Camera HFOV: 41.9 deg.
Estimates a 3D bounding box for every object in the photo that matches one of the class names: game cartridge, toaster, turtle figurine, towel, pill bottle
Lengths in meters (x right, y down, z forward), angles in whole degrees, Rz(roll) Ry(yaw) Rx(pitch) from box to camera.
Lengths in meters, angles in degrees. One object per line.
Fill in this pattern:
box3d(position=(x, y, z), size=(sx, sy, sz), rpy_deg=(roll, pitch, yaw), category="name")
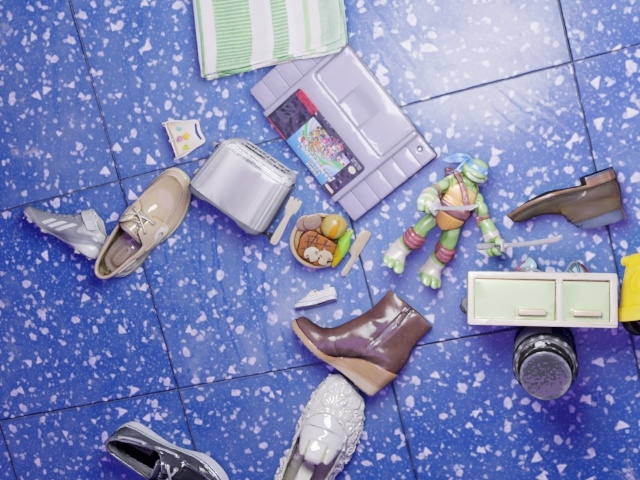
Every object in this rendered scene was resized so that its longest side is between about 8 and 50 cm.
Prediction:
box3d(position=(0.042, -0.240, 1.717), size=(0.230, 0.068, 0.355), rpy_deg=(-39, 89, 13), category="game cartridge")
box3d(position=(-0.152, -0.114, 1.752), size=(0.227, 0.129, 0.146), rpy_deg=(35, 104, 5), category="toaster")
box3d(position=(0.254, -0.012, 1.614), size=(0.274, 0.198, 0.266), rpy_deg=(54, 125, 31), category="turtle figurine")
box3d(position=(-0.111, -0.473, 1.697), size=(0.325, 0.038, 0.247), rpy_deg=(-9, 87, 21), category="towel")
box3d(position=(0.433, 0.228, 1.614), size=(0.123, 0.219, 0.122), rpy_deg=(2, 100, 14), category="pill bottle")

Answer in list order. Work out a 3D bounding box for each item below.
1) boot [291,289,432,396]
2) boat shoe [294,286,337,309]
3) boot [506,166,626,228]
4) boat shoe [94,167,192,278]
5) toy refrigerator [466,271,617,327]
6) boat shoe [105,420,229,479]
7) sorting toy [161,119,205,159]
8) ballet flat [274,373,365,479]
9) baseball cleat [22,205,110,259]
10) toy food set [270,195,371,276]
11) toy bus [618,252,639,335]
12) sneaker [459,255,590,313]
box3d(position=(0.086, 0.185, 1.782), size=(0.248, 0.090, 0.207), rpy_deg=(37, 94, 7), category="boot")
box3d(position=(-0.012, 0.123, 1.810), size=(0.100, 0.035, 0.035), rpy_deg=(-18, 68, 20), category="boat shoe")
box3d(position=(0.481, -0.054, 1.625), size=(0.219, 0.082, 0.106), rpy_deg=(-23, 91, 15), category="boot")
box3d(position=(-0.393, -0.031, 1.842), size=(0.109, 0.098, 0.302), rpy_deg=(43, 107, 4), category="boat shoe")
box3d(position=(0.412, 0.111, 1.573), size=(0.270, 0.094, 0.102), rpy_deg=(1, 86, 8), category="toy refrigerator")
box3d(position=(-0.356, 0.522, 1.929), size=(0.301, 0.102, 0.108), rpy_deg=(29, 105, 8), category="boat shoe")
box3d(position=(-0.292, -0.226, 1.814), size=(0.075, 0.045, 0.083), rpy_deg=(-18, 95, 9), category="sorting toy")
box3d(position=(-0.017, 0.492, 1.823), size=(0.147, 0.147, 0.409), rpy_deg=(25, 104, 9), category="ballet flat")
box3d(position=(-0.574, -0.042, 1.912), size=(0.206, 0.072, 0.109), rpy_deg=(32, 92, 2), category="baseball cleat")
box3d(position=(0.000, 0.000, 1.742), size=(0.192, 0.038, 0.132), rpy_deg=(23, 107, -15), category="toy food set")
box3d(position=(0.673, 0.078, 1.566), size=(0.220, 0.149, 0.211), rpy_deg=(12, 74, -22), category="toy bus")
box3d(position=(0.407, 0.095, 1.674), size=(0.262, 0.104, 0.125), rpy_deg=(-8, 87, 8), category="sneaker")
